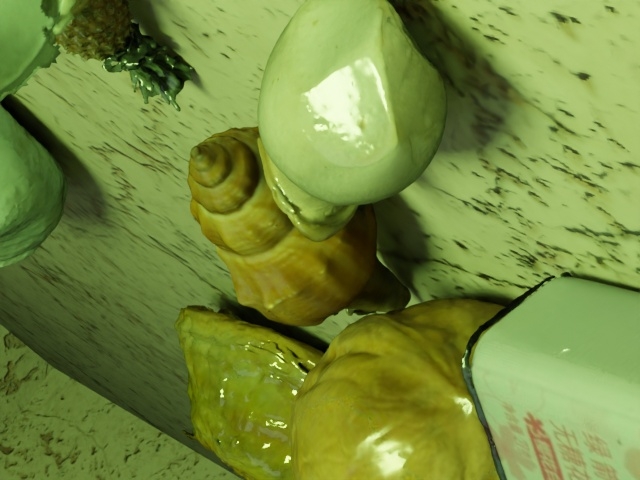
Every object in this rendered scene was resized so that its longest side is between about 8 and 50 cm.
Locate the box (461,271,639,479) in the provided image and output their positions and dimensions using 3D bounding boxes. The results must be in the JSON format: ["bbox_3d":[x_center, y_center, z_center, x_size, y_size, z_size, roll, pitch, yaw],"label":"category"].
[{"bbox_3d":[0.243,0.139,0.731,0.369,0.112,0.190,18,134,51],"label":"box"}]

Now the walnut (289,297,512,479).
[{"bbox_3d":[0.076,0.128,0.970,0.195,0.195,0.222,34,165,2],"label":"walnut"}]

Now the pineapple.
[{"bbox_3d":[-0.123,-0.127,0.908,0.058,0.058,0.124,24,176,37],"label":"pineapple"}]

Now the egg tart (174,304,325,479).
[{"bbox_3d":[-0.026,0.201,1.534,0.339,0.153,0.351,23,161,47],"label":"egg tart"}]

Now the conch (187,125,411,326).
[{"bbox_3d":[0.005,-0.002,0.936,0.093,0.109,0.330,-20,154,25],"label":"conch"}]

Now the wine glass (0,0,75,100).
[{"bbox_3d":[-0.303,-0.172,0.869,0.357,0.190,0.190,18,158,52],"label":"wine glass"}]

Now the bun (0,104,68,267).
[{"bbox_3d":[-0.414,-0.082,1.390,0.354,0.194,0.354,31,167,8],"label":"bun"}]

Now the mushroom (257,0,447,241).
[{"bbox_3d":[0.009,-0.060,0.728,0.097,0.088,0.212,45,171,-2],"label":"mushroom"}]
